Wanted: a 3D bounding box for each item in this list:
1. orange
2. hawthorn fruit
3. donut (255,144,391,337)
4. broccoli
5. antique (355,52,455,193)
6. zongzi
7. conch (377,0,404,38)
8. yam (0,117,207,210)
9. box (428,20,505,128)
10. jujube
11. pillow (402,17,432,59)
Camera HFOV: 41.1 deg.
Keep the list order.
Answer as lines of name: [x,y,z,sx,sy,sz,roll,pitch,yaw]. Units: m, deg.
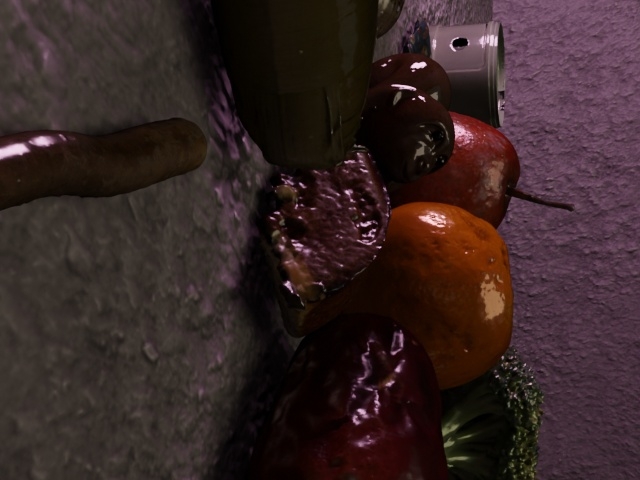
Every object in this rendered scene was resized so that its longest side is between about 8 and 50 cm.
orange: [0.145,0.076,1.166,0.261,0.261,0.261,1,90,-73]
hawthorn fruit: [0.212,-0.109,1.398,0.235,0.263,0.231,7,60,-47]
donut: [0.006,0.008,0.880,0.126,0.144,0.187,102,-26,-55]
broccoli: [0.256,0.345,1.434,0.375,0.249,0.302,-63,172,34]
antique: [0.091,-0.145,1.013,0.257,0.143,0.121,-83,153,-65]
zongzi: [-0.012,-0.247,0.793,0.300,0.145,0.274,-79,166,-49]
conch: [0.023,-0.285,1.009,0.155,0.130,0.207,30,83,-34]
yam: [-0.154,-0.039,0.489,0.045,0.045,0.327,-61,170,19]
box: [0.310,-0.348,1.817,0.226,0.149,0.226,0,90,-73]
jujube: [0.032,0.226,0.846,0.223,0.223,0.318,73,21,-46]
pillow: [0.192,-0.278,1.627,0.189,0.034,0.256,-64,150,-55]
